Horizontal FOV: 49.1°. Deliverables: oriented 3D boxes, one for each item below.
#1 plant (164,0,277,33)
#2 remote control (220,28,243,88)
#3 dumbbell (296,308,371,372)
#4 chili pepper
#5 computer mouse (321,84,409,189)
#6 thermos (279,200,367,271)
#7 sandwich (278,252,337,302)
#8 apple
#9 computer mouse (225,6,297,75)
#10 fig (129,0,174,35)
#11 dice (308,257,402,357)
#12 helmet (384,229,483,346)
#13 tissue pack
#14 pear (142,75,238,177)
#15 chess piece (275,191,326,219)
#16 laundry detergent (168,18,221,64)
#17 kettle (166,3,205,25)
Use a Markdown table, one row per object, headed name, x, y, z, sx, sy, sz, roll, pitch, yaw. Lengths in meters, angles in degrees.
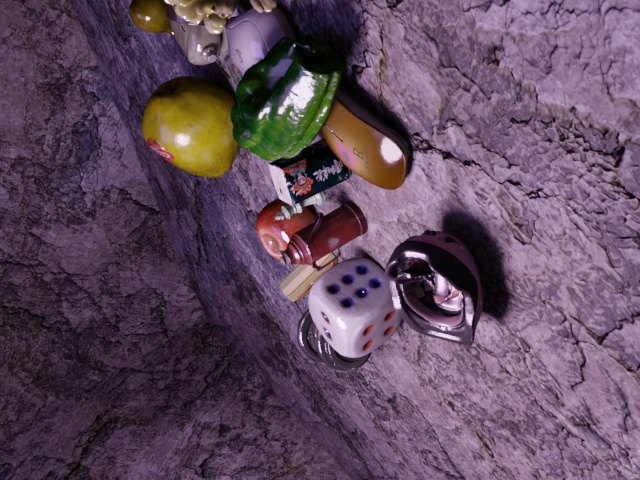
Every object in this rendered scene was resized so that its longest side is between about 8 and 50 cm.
| name | x | y | z | sx | sy | sz | roll | pitch | yaw |
| --- | --- | --- | --- | --- | --- | --- | --- | --- | --- |
| plant | -0.195 | -0.594 | 1.365 | 0.261 | 0.306 | 0.297 | 40 | -156 | -38 |
| remote control | -0.214 | -0.444 | 1.903 | 0.123 | 0.038 | 0.285 | 10 | 128 | 65 |
| dumbbell | 0.045 | 0.286 | 2.096 | 0.192 | 0.192 | 0.290 | 63 | 161 | -11 |
| chili pepper | -0.083 | -0.302 | 1.483 | 0.213 | 0.167 | 0.385 | 64 | 149 | 10 |
| computer mouse | 0.072 | -0.229 | 1.497 | 0.310 | 0.072 | 0.158 | 47 | 154 | 32 |
| thermos | 0.001 | 0.000 | 1.740 | 0.124 | 0.232 | 0.099 | 57 | 159 | 2 |
| sandwich | -0.038 | 0.094 | 2.058 | 0.079 | 0.163 | 0.113 | 50 | 157 | 22 |
| apple | -0.088 | -0.034 | 2.019 | 0.201 | 0.162 | 0.201 | 34 | 147 | 26 |
| computer mouse | -0.156 | -0.447 | 1.654 | 0.297 | 0.121 | 0.184 | 17 | 136 | 59 |
| fig | -0.473 | -0.662 | 2.149 | 0.236 | 0.124 | 0.124 | 39 | 163 | -14 |
| dice | 0.092 | 0.175 | 1.832 | 0.194 | 0.193 | 0.192 | 47 | 158 | 32 |
| helmet | 0.243 | 0.082 | 1.423 | 0.198 | 0.154 | 0.253 | 9 | 149 | 40 |
| tissue pack | -0.025 | -0.165 | 1.661 | 0.090 | 0.170 | 0.103 | 26 | 139 | 56 |
| pear | -0.370 | -0.330 | 2.116 | 0.287 | 0.287 | 0.375 | 38 | 171 | 44 |
| chess piece | -0.058 | -0.092 | 1.868 | 0.059 | 0.149 | 0.059 | 46 | 157 | 26 |
| laundry detergent | -0.329 | -0.562 | 1.863 | 0.253 | 0.091 | 0.181 | 61 | 152 | 33 |
| kettle | -0.285 | -0.644 | 1.650 | 0.202 | 0.144 | 0.232 | -104 | 19 | -59 |
